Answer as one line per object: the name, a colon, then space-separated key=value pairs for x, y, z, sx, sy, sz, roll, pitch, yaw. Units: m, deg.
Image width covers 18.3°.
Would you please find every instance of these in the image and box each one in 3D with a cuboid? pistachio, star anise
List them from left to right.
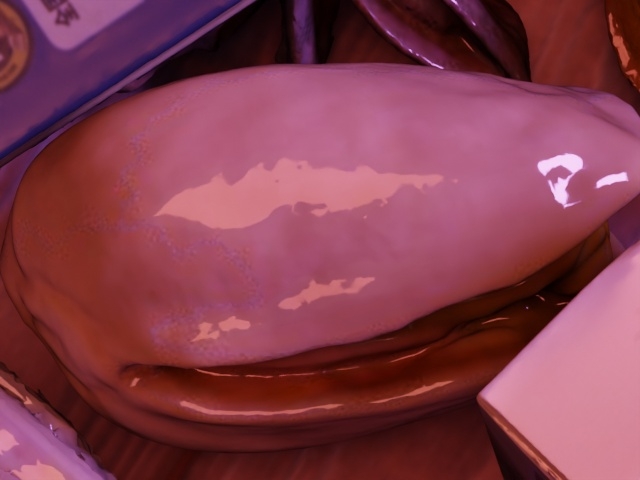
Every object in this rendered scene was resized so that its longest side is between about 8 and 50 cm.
star anise: x=-0.022 y=-0.157 z=1.000 sx=0.257 sy=0.110 sz=0.198 roll=-3 pitch=90 yaw=14
pistachio: x=0.000 y=0.000 z=0.918 sx=0.299 sy=0.187 sz=0.187 roll=-8 pitch=74 yaw=-2

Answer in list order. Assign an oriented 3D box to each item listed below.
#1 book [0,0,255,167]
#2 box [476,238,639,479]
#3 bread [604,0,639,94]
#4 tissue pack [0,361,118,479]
book: x=-0.070 y=-0.260 z=0.897 sx=0.428 sy=0.039 sz=0.300 roll=-34 pitch=98 yaw=-8
box: x=0.162 y=0.060 z=0.857 sx=0.095 sy=0.212 sz=0.168 roll=42 pitch=85 yaw=17
bread: x=0.264 y=-0.150 z=0.938 sx=0.268 sy=0.146 sz=0.268 roll=-1 pitch=78 yaw=6
tissue pack: x=-0.200 y=0.236 z=0.900 sx=0.242 sy=0.125 sz=0.343 roll=40 pitch=81 yaw=16
